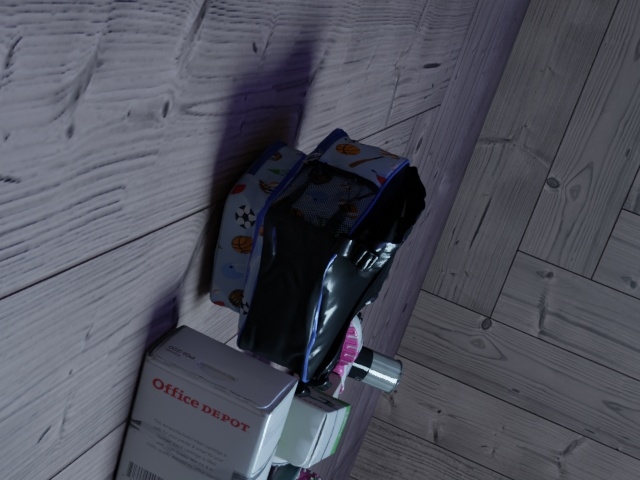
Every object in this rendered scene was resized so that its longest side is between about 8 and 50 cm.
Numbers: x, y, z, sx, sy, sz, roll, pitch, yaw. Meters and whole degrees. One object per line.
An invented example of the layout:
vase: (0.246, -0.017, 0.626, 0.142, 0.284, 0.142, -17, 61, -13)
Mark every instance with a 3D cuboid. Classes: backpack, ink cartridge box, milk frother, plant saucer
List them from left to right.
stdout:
ink cartridge box: (-0.135, 0.229, 1.215, 0.092, 0.158, 0.218, -42, 153, -61)
plant saucer: (-0.109, 0.530, 2.071, 0.318, 0.043, 0.317, -61, 177, -6)
ink cartridge box: (-0.054, 0.271, 1.650, 0.219, 0.160, 0.093, 31, 81, -79)
backpack: (0.000, 0.000, 1.277, 0.263, 0.213, 0.277, -44, 161, -44)
milk frother: (0.115, 0.254, 2.430, 0.143, 0.134, 0.129, -65, -161, 2)

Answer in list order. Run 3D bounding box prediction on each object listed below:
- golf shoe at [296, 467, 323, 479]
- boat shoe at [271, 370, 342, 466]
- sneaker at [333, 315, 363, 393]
golf shoe: (-0.084, 0.640, 2.334, 0.306, 0.115, 0.140, -51, 163, -51)
boat shoe: (-0.048, 0.356, 1.909, 0.340, 0.127, 0.158, -39, 145, -66)
sneaker: (0.031, 0.191, 2.063, 0.252, 0.103, 0.111, 106, 7, -55)
